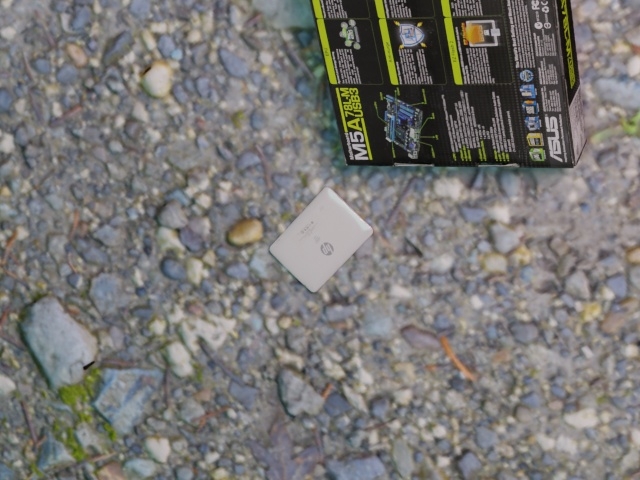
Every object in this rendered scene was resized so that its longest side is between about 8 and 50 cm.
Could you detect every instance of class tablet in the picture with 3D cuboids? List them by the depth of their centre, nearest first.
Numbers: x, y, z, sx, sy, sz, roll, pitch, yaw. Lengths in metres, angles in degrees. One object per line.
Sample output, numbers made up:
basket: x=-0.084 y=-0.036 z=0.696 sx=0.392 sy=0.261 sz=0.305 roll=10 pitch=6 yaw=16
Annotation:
tablet: x=0.000 y=0.000 z=1.216 sx=0.054 sy=0.006 sz=0.083 roll=44 pitch=121 yaw=1

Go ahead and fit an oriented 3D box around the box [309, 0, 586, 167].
box: x=0.090 y=-0.141 z=1.074 sx=0.184 sy=0.045 sz=0.190 roll=3 pitch=126 yaw=25
